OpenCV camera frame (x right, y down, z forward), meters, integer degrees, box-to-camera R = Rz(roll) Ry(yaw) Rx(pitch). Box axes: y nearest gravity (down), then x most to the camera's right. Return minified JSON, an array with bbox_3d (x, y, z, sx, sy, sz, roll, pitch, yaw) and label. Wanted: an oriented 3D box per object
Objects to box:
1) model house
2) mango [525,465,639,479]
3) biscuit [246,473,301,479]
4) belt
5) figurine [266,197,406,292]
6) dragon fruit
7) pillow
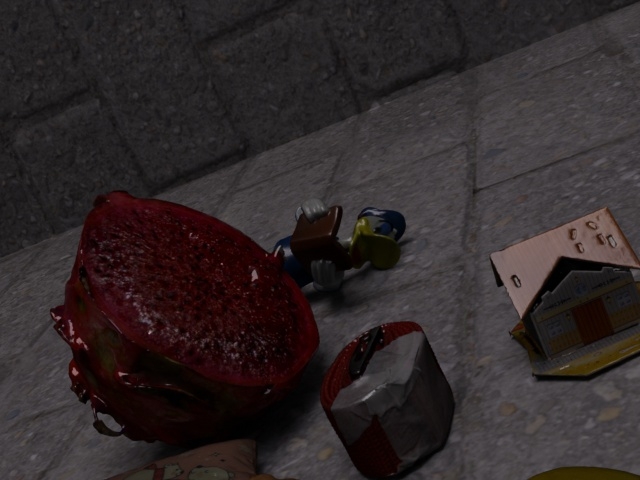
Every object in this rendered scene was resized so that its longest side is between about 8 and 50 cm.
[{"bbox_3d":[0.316,0.043,1.233,0.219,0.136,0.207,-24,15,4],"label":"model house"},{"bbox_3d":[0.233,0.243,0.834,0.130,0.092,0.194,-32,22,-24],"label":"mango"},{"bbox_3d":[-0.009,0.314,0.983,0.186,0.044,0.295,-27,29,-18],"label":"biscuit"},{"bbox_3d":[0.074,0.172,1.213,0.128,0.124,0.201,-21,17,21],"label":"belt"},{"bbox_3d":[0.000,0.000,1.725,0.338,0.205,0.283,-20,-12,-25],"label":"figurine"},{"bbox_3d":[-0.207,0.125,1.436,0.371,0.386,0.249,-10,-41,-54],"label":"dragon fruit"},{"bbox_3d":[-0.166,0.314,1.181,0.223,0.084,0.236,-18,20,-3],"label":"pillow"}]
